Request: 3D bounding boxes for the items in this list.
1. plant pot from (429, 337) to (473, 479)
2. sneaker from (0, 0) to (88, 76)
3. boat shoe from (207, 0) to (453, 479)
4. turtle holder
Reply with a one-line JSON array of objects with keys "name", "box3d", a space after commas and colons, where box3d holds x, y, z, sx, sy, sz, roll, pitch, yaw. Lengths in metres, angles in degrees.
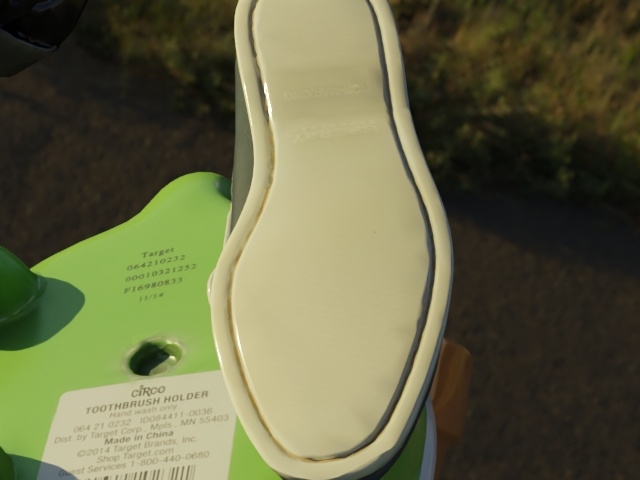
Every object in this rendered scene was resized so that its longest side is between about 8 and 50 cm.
[{"name": "plant pot", "box3d": [-0.049, 0.167, 1.242, 0.290, 0.291, 0.204, 9, 77, -21]}, {"name": "sneaker", "box3d": [-0.131, -0.107, 0.576, 0.146, 0.102, 0.293, 62, 29, -23]}, {"name": "boat shoe", "box3d": [0.000, 0.000, 0.741, 0.095, 0.079, 0.255, -8, 50, -2]}, {"name": "turtle holder", "box3d": [-0.072, 0.105, 0.912, 0.243, 0.227, 0.320, -25, 35, -15]}]
